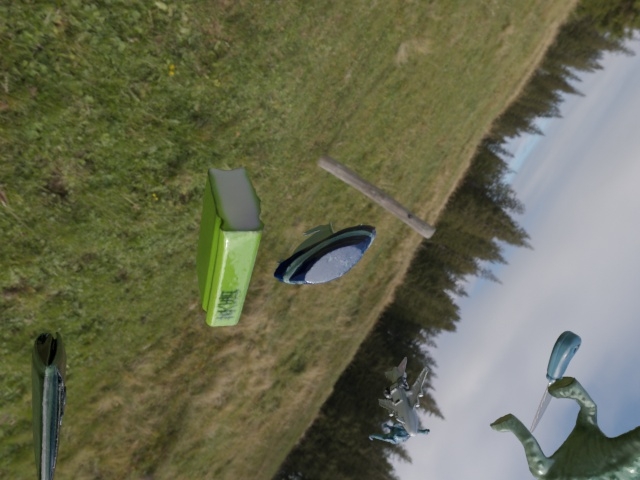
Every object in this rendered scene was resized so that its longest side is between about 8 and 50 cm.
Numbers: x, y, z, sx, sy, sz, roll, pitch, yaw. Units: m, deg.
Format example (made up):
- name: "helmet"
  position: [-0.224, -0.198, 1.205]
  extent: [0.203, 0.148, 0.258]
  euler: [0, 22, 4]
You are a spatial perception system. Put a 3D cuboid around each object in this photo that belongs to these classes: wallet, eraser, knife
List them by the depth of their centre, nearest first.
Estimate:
- name: "wallet"
  position: [-0.482, 0.299, 0.799]
  extent: [0.055, 0.160, 0.236]
  euler: [0, 102, -30]
- name: "knife"
  position: [0.422, 0.260, 0.815]
  extent: [0.058, 0.032, 0.244]
  euler: [-27, 130, -34]
- name: "eraser"
  position: [-0.199, 0.014, 0.946]
  extent: [0.092, 0.210, 0.274]
  euler: [1, 133, -25]

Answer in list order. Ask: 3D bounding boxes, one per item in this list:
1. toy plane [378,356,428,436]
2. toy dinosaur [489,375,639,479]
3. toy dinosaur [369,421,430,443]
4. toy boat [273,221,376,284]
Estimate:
- name: "toy plane"
  position: [0.186, 0.355, 1.016]
  extent: [0.162, 0.066, 0.171]
  euler: [-48, -156, 30]
- name: "toy dinosaur"
  position: [0.240, 0.164, 0.406]
  extent: [0.076, 0.129, 0.383]
  euler: [-29, 143, -51]
- name: "toy dinosaur"
  position: [0.197, 0.508, 1.179]
  extent: [0.197, 0.080, 0.045]
  euler: [-28, -139, 38]
- name: "toy boat"
  position: [0.000, 0.000, 0.948]
  extent: [0.221, 0.067, 0.291]
  euler: [-27, -160, 3]
